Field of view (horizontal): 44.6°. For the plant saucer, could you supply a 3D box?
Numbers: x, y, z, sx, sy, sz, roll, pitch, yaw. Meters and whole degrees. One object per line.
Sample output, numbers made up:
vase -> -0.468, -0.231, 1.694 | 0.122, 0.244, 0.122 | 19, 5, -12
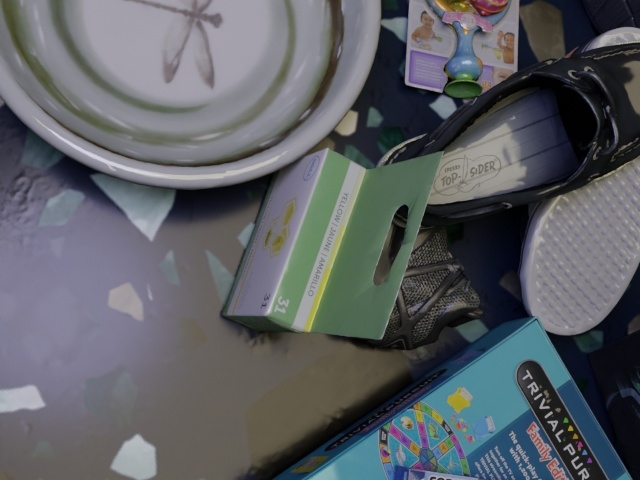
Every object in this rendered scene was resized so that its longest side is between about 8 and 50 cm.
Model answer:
plant saucer -> -0.142, -0.238, 0.788 | 0.400, 0.100, 0.400 | 2, 79, -13

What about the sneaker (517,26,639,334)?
sneaker -> 0.285, -0.060, 0.852 | 0.126, 0.127, 0.321 | 14, 93, -6

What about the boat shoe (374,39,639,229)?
boat shoe -> 0.214, -0.103, 0.722 | 0.340, 0.113, 0.127 | -18, 92, -3

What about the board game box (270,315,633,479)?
board game box -> 0.136, 0.269, 0.765 | 0.336, 0.079, 0.254 | -29, 88, -21

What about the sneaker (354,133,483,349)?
sneaker -> 0.113, 0.008, 0.815 | 0.130, 0.087, 0.227 | 19, 80, -11

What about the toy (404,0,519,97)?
toy -> 0.174, -0.280, 0.892 | 0.137, 0.056, 0.237 | 9, 79, -13

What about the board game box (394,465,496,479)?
board game box -> 0.157, 0.287, 0.706 | 0.201, 0.035, 0.136 | 12, 75, -15

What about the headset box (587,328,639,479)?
headset box -> 0.405, 0.186, 0.745 | 0.131, 0.283, 0.246 | -10, 70, -13

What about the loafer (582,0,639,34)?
loafer -> 0.350, -0.348, 0.923 | 0.095, 0.109, 0.302 | -28, 85, -20

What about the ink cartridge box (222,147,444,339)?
ink cartridge box -> 0.000, 0.000, 0.710 | 0.056, 0.235, 0.171 | 25, 75, -22
